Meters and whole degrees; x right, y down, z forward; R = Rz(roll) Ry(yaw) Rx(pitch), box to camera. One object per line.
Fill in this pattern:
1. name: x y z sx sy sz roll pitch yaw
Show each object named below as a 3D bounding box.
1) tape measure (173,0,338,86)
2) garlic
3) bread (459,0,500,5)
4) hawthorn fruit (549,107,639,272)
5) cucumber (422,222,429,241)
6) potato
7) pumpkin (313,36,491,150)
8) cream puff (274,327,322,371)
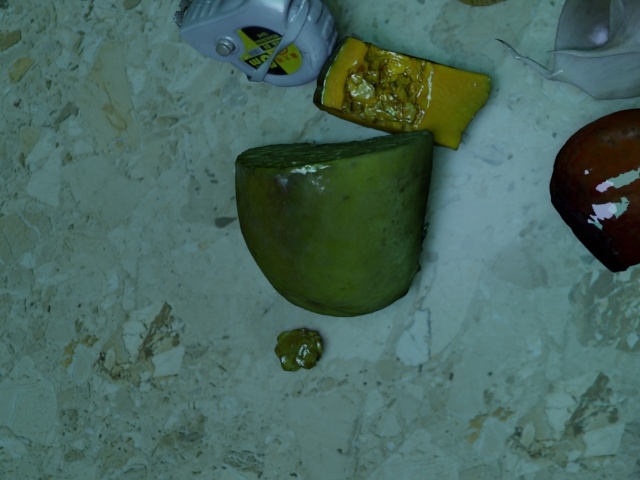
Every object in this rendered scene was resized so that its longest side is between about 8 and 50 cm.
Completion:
1. tape measure: -0.075 -0.317 1.571 0.236 0.197 0.120 -9 51 41
2. garlic: 0.439 -0.332 1.407 0.246 0.231 0.340 43 100 4
3. bread: 0.243 -0.480 1.478 0.204 0.156 0.288 40 107 9
4. hawthorn fruit: 0.449 -0.084 1.450 0.249 0.215 0.215 -22 91 18
5. cucumber: 0.119 0.030 1.637 0.037 0.037 0.155 42 106 7
6. potato: 0.000 0.000 1.537 0.330 0.212 0.280 -1 109 31
7. pumpkin: 0.116 -0.225 1.571 0.248 0.126 0.131 19 90 -9
8. cream puff: -0.032 0.180 1.691 0.083 0.083 0.058 -43 130 5
